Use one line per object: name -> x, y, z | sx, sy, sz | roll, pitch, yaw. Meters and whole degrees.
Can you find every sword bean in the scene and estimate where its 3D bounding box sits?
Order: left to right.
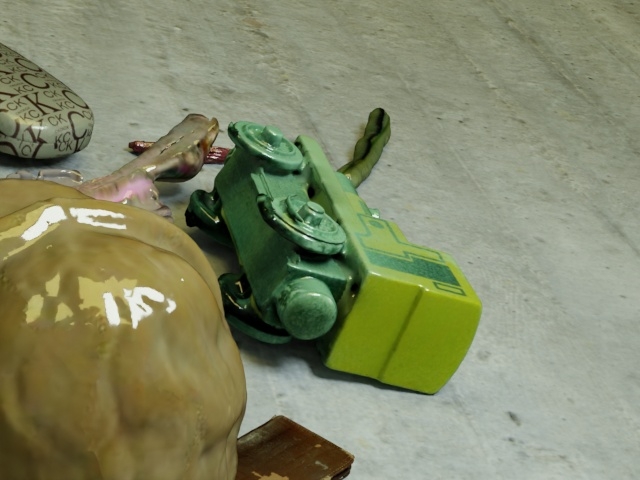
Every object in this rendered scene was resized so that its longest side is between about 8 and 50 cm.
sword bean -> 0.060, -0.121, 1.834 | 0.043, 0.038, 0.269 | 24, 26, 3

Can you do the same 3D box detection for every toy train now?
toy train -> 0.000, 0.000, 1.425 | 0.237, 0.150, 0.369 | 16, 23, -21

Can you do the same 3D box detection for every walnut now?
walnut -> -0.191, 0.096, 0.952 | 0.285, 0.285, 0.296 | -7, 27, -42

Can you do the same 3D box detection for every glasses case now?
glasses case -> -0.414, -0.190, 1.626 | 0.354, 0.085, 0.137 | 32, 28, 30

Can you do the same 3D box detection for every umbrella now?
umbrella -> -0.156, -0.109, 1.690 | 0.165, 0.025, 0.027 | 4, 46, -19

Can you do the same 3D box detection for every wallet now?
wallet -> -0.053, 0.194, 1.110 | 0.095, 0.026, 0.176 | 23, 24, 27

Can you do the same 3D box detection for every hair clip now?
hair clip -> -0.210, -0.061, 1.493 | 0.173, 0.069, 0.300 | 20, 31, 26
